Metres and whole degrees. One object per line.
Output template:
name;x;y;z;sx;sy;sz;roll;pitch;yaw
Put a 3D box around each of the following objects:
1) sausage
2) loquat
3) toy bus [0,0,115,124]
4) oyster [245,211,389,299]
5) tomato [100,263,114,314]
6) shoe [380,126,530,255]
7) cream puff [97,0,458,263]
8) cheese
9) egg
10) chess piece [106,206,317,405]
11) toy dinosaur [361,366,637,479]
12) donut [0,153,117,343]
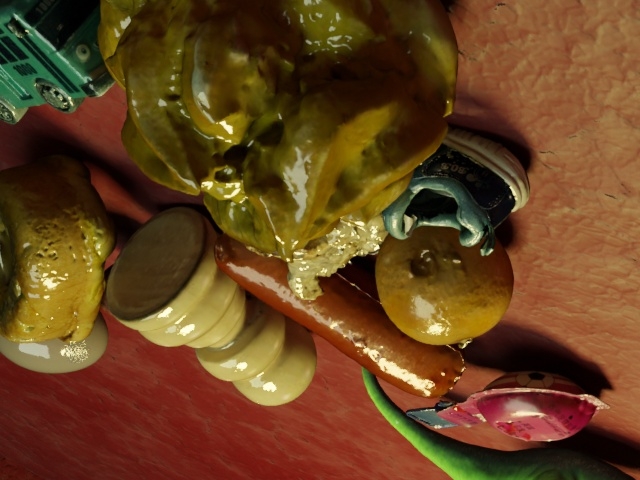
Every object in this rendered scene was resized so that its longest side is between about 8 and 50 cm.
sausage;0.024;0.072;1.585;0.330;0.102;0.102;35;155;-13
loquat;0.124;0.038;1.373;0.141;0.141;0.141;24;155;12
toy bus;-0.285;-0.210;1.360;0.256;0.128;0.147;-1;139;52
oyster;0.000;0.000;1.452;0.163;0.081;0.191;4;139;11
tomato;-0.221;0.065;1.831;0.159;0.091;0.139;32;-165;30
shoe;0.088;-0.055;1.272;0.207;0.106;0.091;22;153;29
cream puff;-0.065;-0.134;1.122;0.291;0.257;0.324;-10;134;49
cheese;0.217;0.196;1.597;0.244;0.062;0.155;-12;151;36
egg;-0.423;0.132;2.124;0.198;0.146;0.146;21;154;5
chess piece;-0.119;0.103;1.749;0.167;0.167;0.299;5;151;43
toy dinosaur;0.290;0.263;1.653;0.374;0.144;0.500;-42;81;34
donut;-0.360;0.012;1.754;0.208;0.128;0.261;55;141;32
